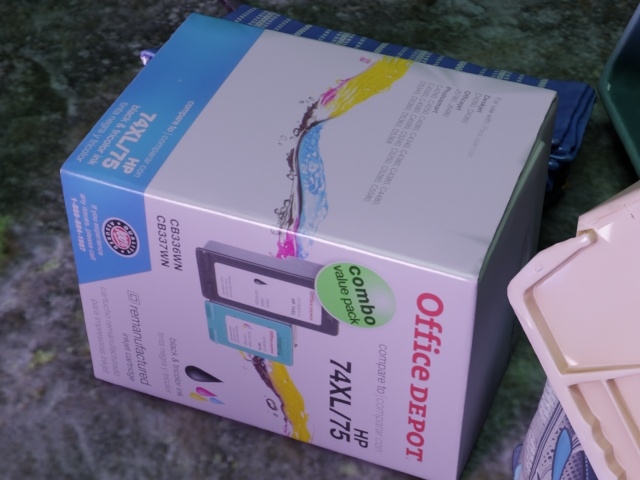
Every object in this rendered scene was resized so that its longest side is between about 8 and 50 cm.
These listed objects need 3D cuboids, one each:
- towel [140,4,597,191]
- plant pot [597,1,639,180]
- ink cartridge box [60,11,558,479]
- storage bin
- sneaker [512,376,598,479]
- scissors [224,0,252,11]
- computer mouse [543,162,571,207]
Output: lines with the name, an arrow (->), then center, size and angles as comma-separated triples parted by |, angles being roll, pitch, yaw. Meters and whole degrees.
towel -> 0.051, -0.130, 1.052 | 0.336, 0.040, 0.243 | 16, 24, 12
plant pot -> 0.404, -0.121, 0.996 | 0.252, 0.247, 0.247 | 9, 40, -17
ink cartridge box -> 0.000, 0.000, 0.884 | 0.270, 0.198, 0.197 | 14, 44, 16
storage bin -> 0.270, 0.061, 0.740 | 0.262, 0.123, 0.260 | -27, 90, -38
sneaker -> 0.174, 0.164, 0.793 | 0.110, 0.122, 0.283 | 32, 57, -26
scissors -> -0.037, -0.193, 1.225 | 0.109, 0.021, 0.297 | -16, 42, -6
computer mouse -> 0.112, -0.079, 1.083 | 0.106, 0.042, 0.193 | -33, 52, -30
